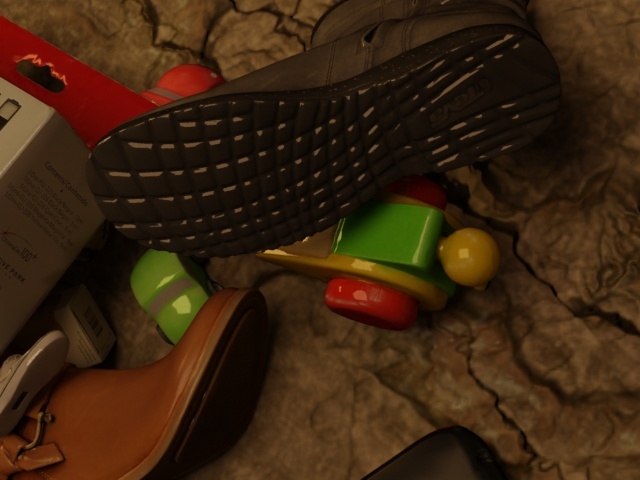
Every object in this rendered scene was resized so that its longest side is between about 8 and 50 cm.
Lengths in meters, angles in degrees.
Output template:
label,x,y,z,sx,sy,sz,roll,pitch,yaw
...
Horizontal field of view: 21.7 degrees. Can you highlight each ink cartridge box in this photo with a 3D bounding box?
label,x,y,z,sx,sy,sz,roll,pitch,yaw
ink cartridge box,-0.317,-0.081,1.328,0.309,0.130,0.272,30,77,33

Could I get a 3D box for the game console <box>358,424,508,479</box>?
label,x,y,z,sx,sy,sz,roll,pitch,yaw
game console,0.054,0.368,1.139,0.342,0.060,0.387,-38,62,14

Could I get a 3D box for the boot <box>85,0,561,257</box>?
label,x,y,z,sx,sy,sz,roll,pitch,yaw
boot,0.004,-0.104,1.213,0.338,0.118,0.223,-12,26,3

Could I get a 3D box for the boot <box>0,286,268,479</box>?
label,x,y,z,sx,sy,sz,roll,pitch,yaw
boot,-0.177,0.127,1.311,0.220,0.109,0.283,29,103,26

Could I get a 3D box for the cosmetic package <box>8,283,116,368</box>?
label,x,y,z,sx,sy,sz,roll,pitch,yaw
cosmetic package,-0.234,0.085,1.375,0.115,0.041,0.060,-22,110,22

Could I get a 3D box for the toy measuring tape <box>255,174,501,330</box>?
label,x,y,z,sx,sy,sz,roll,pitch,yaw
toy measuring tape,0.000,0.000,1.257,0.330,0.121,0.121,8,79,38

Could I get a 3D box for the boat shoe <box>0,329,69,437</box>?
label,x,y,z,sx,sy,sz,roll,pitch,yaw
boat shoe,-0.230,0.103,1.272,0.035,0.035,0.100,44,105,31

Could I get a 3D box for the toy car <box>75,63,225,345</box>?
label,x,y,z,sx,sy,sz,roll,pitch,yaw
toy car,-0.145,-0.009,1.363,0.239,0.053,0.225,-39,61,13
